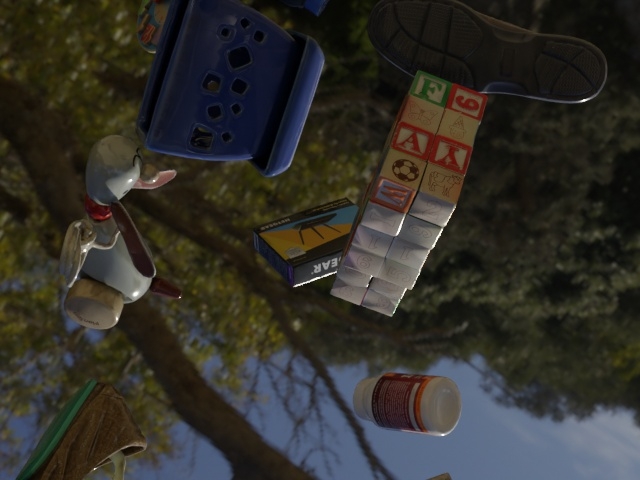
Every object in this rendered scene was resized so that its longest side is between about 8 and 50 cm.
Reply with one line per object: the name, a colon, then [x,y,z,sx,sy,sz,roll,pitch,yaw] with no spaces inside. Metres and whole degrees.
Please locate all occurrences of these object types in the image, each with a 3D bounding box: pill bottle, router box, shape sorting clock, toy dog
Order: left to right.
toy dog: [-0.259,0.002,1.634,0.161,0.220,0.334,13,161,-7]
shape sorting clock: [-0.235,-0.399,1.894,0.040,0.206,0.206,21,-157,-36]
router box: [0.000,0.000,1.881,0.179,0.046,0.133,-19,-143,-24]
pill bottle: [0.123,0.237,1.712,0.152,0.086,0.086,-1,170,44]

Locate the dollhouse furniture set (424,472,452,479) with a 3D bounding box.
dollhouse furniture set: [0.165,0.582,1.902,0.198,0.286,0.303,-96,-18,-58]

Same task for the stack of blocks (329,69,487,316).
stack of blocks: [0.093,-0.032,1.381,0.087,0.297,0.171,21,-127,0]

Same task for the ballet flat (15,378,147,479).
ballet flat: [-0.290,0.292,1.212,0.124,0.116,0.342,45,-135,-7]

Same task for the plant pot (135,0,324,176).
plant pot: [-0.128,-0.223,1.671,0.212,0.236,0.236,17,-172,-16]

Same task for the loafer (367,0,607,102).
loafer: [0.206,-0.236,1.482,0.302,0.109,0.095,14,-171,1]

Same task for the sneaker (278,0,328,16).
sneaker: [0.005,-0.366,1.288,0.090,0.232,0.081,24,173,-2]
